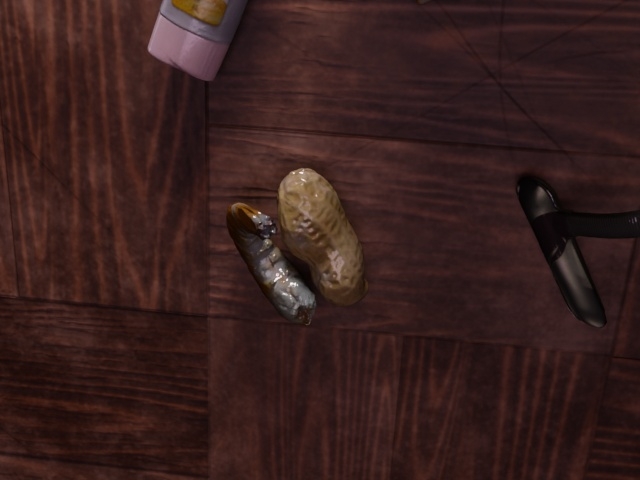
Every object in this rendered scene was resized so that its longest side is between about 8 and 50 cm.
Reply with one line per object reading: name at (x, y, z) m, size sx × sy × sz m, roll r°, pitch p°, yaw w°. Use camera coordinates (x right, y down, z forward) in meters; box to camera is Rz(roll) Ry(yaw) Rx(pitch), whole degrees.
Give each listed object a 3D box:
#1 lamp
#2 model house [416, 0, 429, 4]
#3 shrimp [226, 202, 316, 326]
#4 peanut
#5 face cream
lamp at (0.377, -0.002, 0.926) m, size 0.283 × 0.124 × 0.203 m, roll -18°, pitch 119°, yaw 16°
model house at (0.136, -0.293, 0.859) m, size 0.100 × 0.088 × 0.100 m, roll 6°, pitch 144°, yaw -29°
shrimp at (-0.049, 0.022, 0.968) m, size 0.049 × 0.166 × 0.161 m, roll -36°, pitch 86°, yaw -16°
peanut at (0.000, 0.000, 0.992) m, size 0.080 × 0.080 × 0.174 m, roll -22°, pitch 108°, yaw 15°
face cream at (-0.114, -0.271, 0.904) m, size 0.084 × 0.057 × 0.198 m, roll 25°, pitch 113°, yaw -3°
